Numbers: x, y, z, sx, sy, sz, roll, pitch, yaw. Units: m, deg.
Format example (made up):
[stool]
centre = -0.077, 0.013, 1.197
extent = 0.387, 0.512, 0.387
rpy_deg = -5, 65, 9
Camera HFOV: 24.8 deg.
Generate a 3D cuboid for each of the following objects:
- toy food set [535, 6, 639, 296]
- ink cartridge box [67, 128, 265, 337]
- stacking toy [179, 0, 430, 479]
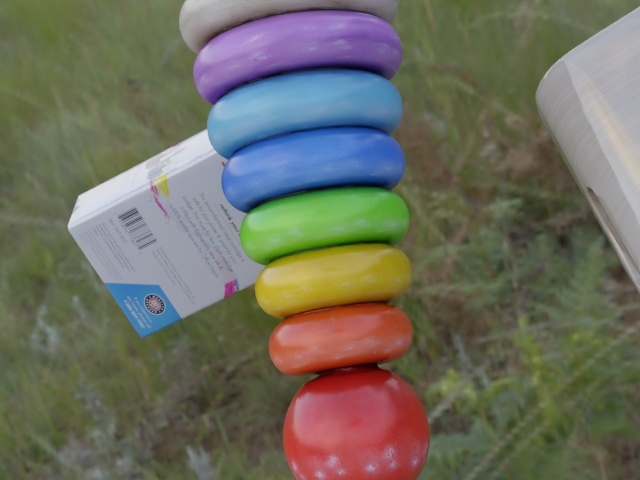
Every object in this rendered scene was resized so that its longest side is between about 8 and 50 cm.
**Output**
[toy food set]
centre = 0.303, -0.072, 0.858
extent = 0.306, 0.092, 0.219
rpy_deg = -32, 64, 18
[ink cartridge box]
centre = -0.075, -0.020, 1.050
extent = 0.181, 0.104, 0.061
rpy_deg = -26, 22, 12
[stacking toy]
centre = 0.000, 0.000, 0.899
extent = 0.141, 0.330, 0.141
rpy_deg = -8, -9, -1
